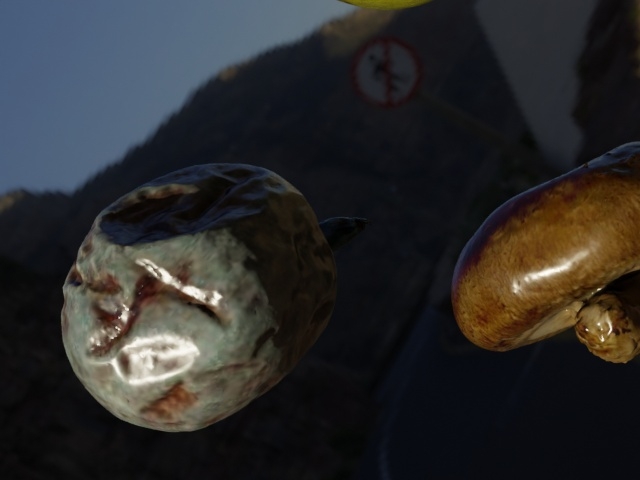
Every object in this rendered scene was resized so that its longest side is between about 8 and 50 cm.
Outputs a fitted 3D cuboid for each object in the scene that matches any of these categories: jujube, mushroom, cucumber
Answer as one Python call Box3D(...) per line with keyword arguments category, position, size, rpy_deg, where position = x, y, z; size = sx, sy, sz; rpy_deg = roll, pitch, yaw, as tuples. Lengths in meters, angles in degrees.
Box3D(category="jujube", position=(-0.116, 0.058, 1.614), size=(0.308, 0.246, 0.215), rpy_deg=(-38, -50, -52))
Box3D(category="mushroom", position=(0.321, 0.008, 1.999), size=(0.345, 0.345, 0.239), rpy_deg=(-62, -35, -82))
Box3D(category="cucumber", position=(0.000, 0.000, 1.839), size=(0.155, 0.037, 0.037), rpy_deg=(-27, 24, 41))

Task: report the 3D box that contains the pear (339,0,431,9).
Box3D(category="pear", position=(0.054, -0.359, 1.737), size=(0.307, 0.253, 0.253), rpy_deg=(32, -94, -51))
